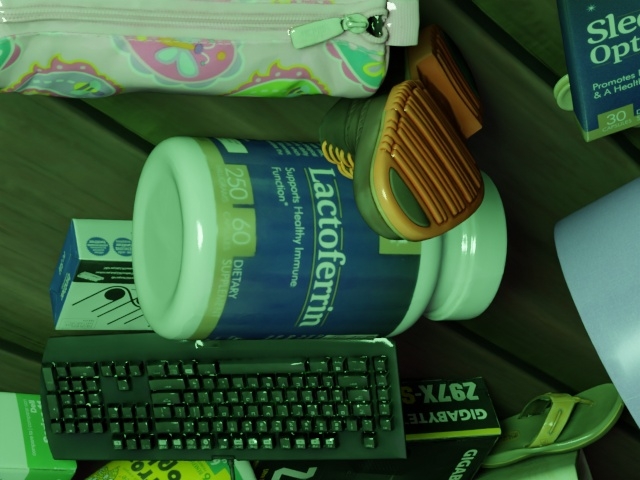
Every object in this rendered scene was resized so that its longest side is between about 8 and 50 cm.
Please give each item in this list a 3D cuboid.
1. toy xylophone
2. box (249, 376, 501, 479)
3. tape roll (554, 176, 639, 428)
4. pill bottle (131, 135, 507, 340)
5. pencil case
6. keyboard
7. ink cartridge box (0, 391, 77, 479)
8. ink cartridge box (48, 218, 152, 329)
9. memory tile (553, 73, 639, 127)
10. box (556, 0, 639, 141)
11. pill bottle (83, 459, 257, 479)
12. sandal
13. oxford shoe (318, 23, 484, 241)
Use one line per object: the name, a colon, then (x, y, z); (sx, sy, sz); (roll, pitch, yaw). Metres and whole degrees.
toy xylophone: (0.254, 0.268, 1.568); (0.236, 0.081, 0.322); (-18, 176, 18)
box: (0.015, 0.267, 1.580); (0.257, 0.079, 0.322); (0, 141, -19)
tape roll: (0.307, 0.083, 1.277); (0.090, 0.275, 0.275); (-29, 143, 18)
pill bottle: (0.000, 0.000, 1.148); (0.264, 0.153, 0.153); (0, 141, -24)
pencil case: (-0.087, -0.148, 0.939); (0.284, 0.124, 0.124); (0, 141, -18)
keyboard: (-0.082, 0.170, 1.263); (0.317, 0.033, 0.202); (-2, 113, 15)
ink cartridge box: (-0.348, 0.205, 1.339); (0.208, 0.087, 0.153); (9, 138, -33)
ink cartridge box: (-0.112, 0.030, 1.235); (0.207, 0.046, 0.097); (1, 142, -24)
memory tile: (0.269, -0.134, 1.196); (0.148, 0.012, 0.113); (9, 137, -31)
box: (0.243, -0.176, 1.094); (0.136, 0.036, 0.225); (-18, 138, 3)
pill bottle: (-0.170, 0.258, 1.389); (0.208, 0.117, 0.118); (-34, 151, -25)
sandal: (0.237, 0.191, 1.584); (0.180, 0.072, 0.049); (-18, 123, 9)
oxford shoe: (0.049, -0.059, 1.013); (0.098, 0.271, 0.097); (-27, 106, 21)
